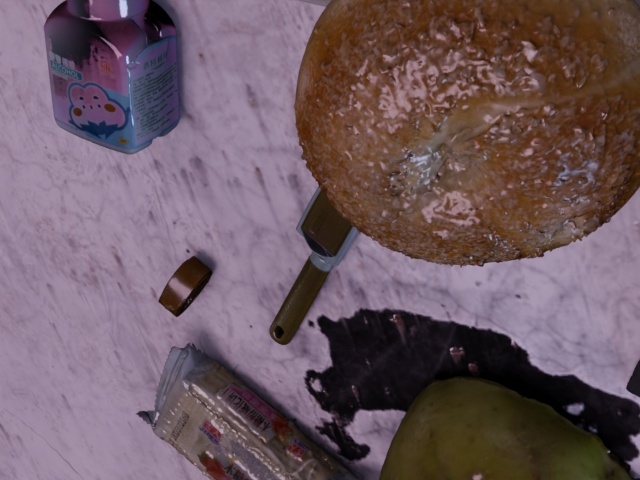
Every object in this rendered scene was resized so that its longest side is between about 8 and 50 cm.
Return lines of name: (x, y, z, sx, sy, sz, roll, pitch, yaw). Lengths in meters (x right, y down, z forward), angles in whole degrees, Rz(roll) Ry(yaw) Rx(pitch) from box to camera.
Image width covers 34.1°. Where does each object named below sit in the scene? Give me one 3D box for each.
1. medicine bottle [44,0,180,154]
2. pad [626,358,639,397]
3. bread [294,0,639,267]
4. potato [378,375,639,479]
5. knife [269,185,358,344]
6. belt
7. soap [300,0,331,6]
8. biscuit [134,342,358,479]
medicine bottle: (-0.212, -0.196, 1.064, 0.119, 0.094, 0.188, 22, 130, 24)
pad: (0.354, 0.109, 0.897, 0.143, 0.003, 0.211, 28, 146, 18)
bread: (0.117, -0.094, 0.824, 0.305, 0.159, 0.305, 12, 135, 12)
potato: (0.158, 0.310, 1.066, 0.330, 0.213, 0.280, 8, 124, 30)
knife: (-0.001, -0.001, 1.095, 0.061, 0.027, 0.343, 41, 134, 11)
belt: (-0.161, 0.055, 1.224, 0.036, 0.059, 0.083, 41, 135, 5)
soap: (0.027, -0.284, 0.856, 0.121, 0.064, 0.183, 17, 129, 25)
biscuit: (-0.081, 0.263, 1.297, 0.309, 0.079, 0.186, 40, 136, 8)
